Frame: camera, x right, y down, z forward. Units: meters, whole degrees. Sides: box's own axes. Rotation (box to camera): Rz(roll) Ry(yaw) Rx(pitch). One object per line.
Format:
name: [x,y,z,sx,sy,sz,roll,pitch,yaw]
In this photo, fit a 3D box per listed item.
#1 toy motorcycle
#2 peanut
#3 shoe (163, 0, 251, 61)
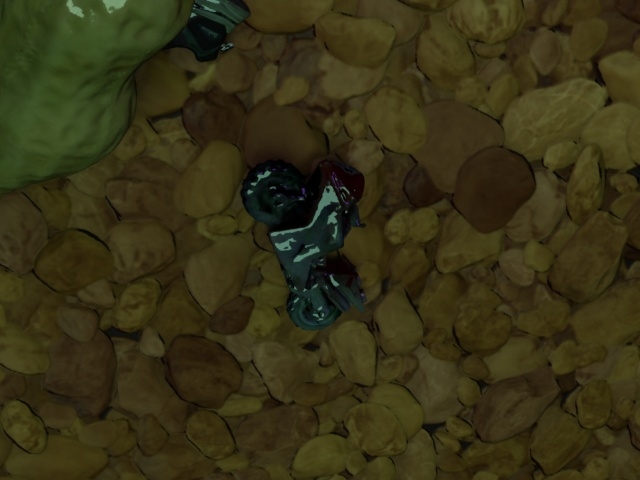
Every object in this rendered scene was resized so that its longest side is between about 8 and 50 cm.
toy motorcycle: [0.000,-0.001,0.787,0.123,0.082,0.213,-19,124,0]
peanut: [-0.215,-0.146,0.640,0.147,0.147,0.319,41,123,-20]
shoe: [-0.156,-0.209,0.690,0.169,0.071,0.099,21,114,-15]
